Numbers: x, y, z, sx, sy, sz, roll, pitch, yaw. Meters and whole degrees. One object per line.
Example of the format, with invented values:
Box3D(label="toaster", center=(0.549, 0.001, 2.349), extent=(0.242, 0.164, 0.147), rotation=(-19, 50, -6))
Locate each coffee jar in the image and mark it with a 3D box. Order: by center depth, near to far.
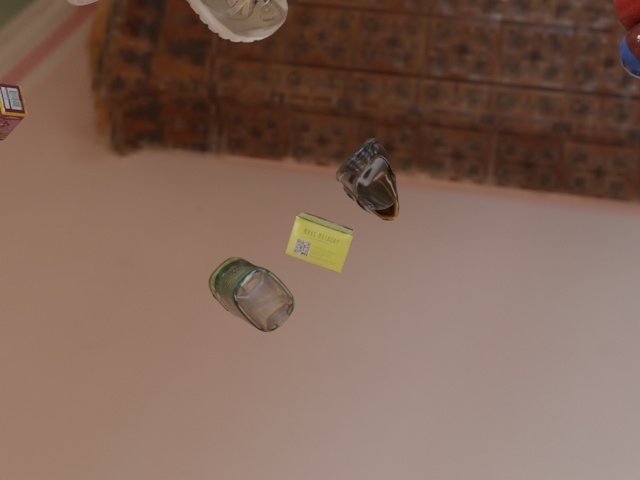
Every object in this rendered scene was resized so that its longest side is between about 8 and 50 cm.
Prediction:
Box3D(label="coffee jar", center=(-0.109, 0.080, 2.386), extent=(0.079, 0.096, 0.184), rotation=(-45, 17, -9))

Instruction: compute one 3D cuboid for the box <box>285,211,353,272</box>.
Box3D(label="box", center=(0.000, 0.000, 2.232), extent=(0.232, 0.087, 0.058), rotation=(-82, 11, -86))

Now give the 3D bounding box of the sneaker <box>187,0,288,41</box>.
Box3D(label="sneaker", center=(-0.114, -0.334, 1.960), extent=(0.281, 0.115, 0.105), rotation=(21, -129, -55))

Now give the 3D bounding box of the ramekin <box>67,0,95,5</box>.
Box3D(label="ramekin", center=(-0.309, -0.479, 2.261), extent=(0.127, 0.273, 0.273), rotation=(47, -135, -30))

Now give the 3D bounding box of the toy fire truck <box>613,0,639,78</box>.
Box3D(label="toy fire truck", center=(0.377, -0.168, 1.449), extent=(0.302, 0.169, 0.254), rotation=(54, -141, -6))

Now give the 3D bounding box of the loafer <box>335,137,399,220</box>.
Box3D(label="loafer", center=(0.058, -0.063, 1.647), extent=(0.062, 0.061, 0.170), rotation=(-44, -11, 1))

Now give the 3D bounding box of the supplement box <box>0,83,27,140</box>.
Box3D(label="supplement box", center=(-0.500, -0.201, 2.429), extent=(0.043, 0.083, 0.055), rotation=(2, -120, -41))
